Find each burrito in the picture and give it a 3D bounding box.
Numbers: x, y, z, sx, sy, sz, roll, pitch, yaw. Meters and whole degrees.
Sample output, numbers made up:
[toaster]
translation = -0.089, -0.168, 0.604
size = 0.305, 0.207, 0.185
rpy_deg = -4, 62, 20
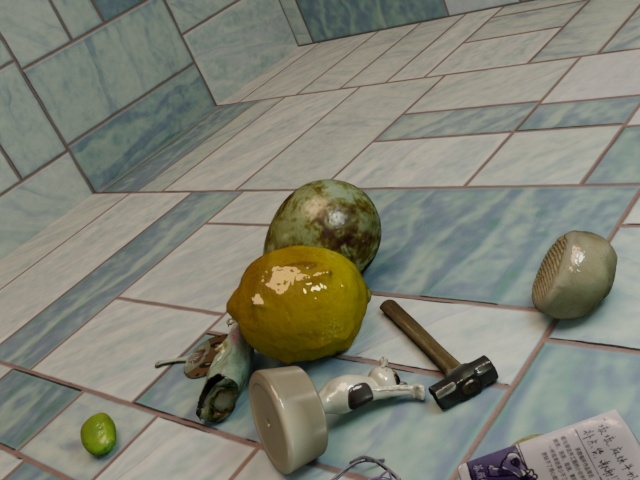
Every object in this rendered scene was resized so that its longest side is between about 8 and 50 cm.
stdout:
[burrito]
translation = -0.179, 0.251, 1.565
size = 0.228, 0.089, 0.143
rpy_deg = -74, 10, -57

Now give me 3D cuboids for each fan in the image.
[fan]
translation = -0.274, 0.259, 1.744
size = 0.227, 0.008, 0.152
rpy_deg = -11, 29, 24

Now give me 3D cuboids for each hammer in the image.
[hammer]
translation = 0.190, 0.189, 1.445
size = 0.111, 0.043, 0.365
rpy_deg = -30, 24, -7

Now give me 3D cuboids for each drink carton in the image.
[drink carton]
translation = 0.298, 0.317, 0.965
size = 0.222, 0.101, 0.134
rpy_deg = -23, 25, 8

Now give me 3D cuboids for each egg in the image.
[egg]
translation = 0.000, 0.000, 1.744
size = 0.289, 0.238, 0.238
rpy_deg = -48, 25, 7

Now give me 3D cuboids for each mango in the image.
[mango]
translation = -0.445, 0.393, 1.583
size = 0.073, 0.056, 0.108
rpy_deg = -39, 31, -15

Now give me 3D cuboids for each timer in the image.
[timer]
translation = 0.030, 0.270, 1.340
size = 0.266, 0.175, 0.175
rpy_deg = -14, 21, -23

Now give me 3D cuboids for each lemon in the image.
[lemon]
translation = -0.042, 0.123, 1.547
size = 0.289, 0.233, 0.233
rpy_deg = -6, 25, -8

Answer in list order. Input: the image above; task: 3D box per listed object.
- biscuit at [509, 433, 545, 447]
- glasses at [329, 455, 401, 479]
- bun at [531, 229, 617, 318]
[biscuit]
translation = 0.348, 0.325, 1.049
size = 0.153, 0.030, 0.234
rpy_deg = -38, 29, -26
[glasses]
translation = 0.059, 0.355, 1.209
size = 0.140, 0.062, 0.103
rpy_deg = -16, 26, 15
[bun]
translation = 0.448, 0.062, 1.361
size = 0.114, 0.166, 0.173
rpy_deg = 25, 48, 2
